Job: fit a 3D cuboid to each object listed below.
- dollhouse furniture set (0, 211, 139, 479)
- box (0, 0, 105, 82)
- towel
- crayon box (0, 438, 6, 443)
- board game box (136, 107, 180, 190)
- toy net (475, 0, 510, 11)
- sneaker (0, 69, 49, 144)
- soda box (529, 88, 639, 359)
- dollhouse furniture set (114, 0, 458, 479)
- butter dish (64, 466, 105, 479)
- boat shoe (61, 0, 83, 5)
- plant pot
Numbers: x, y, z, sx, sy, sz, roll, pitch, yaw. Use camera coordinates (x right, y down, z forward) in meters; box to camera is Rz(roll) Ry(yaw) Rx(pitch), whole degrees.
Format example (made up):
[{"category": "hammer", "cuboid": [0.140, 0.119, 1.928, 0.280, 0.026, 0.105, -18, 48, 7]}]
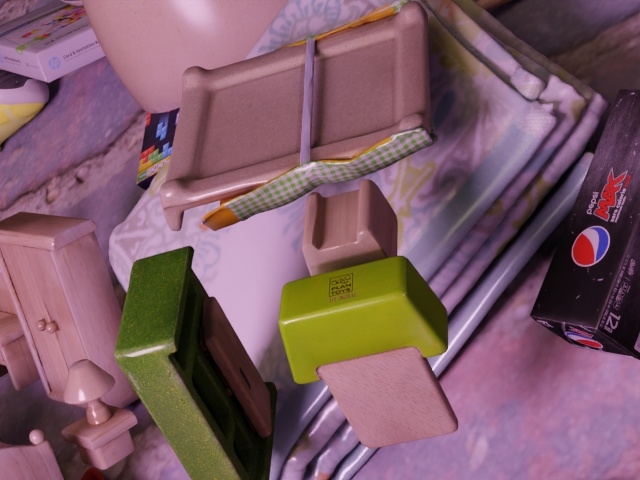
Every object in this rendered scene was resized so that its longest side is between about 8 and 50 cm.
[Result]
[{"category": "dollhouse furniture set", "cuboid": [-0.341, 0.124, 1.114, 0.355, 0.173, 0.303, -30, 23, -37]}, {"category": "box", "cuboid": [-0.290, -0.232, 1.522, 0.145, 0.038, 0.186, -30, 29, -26]}, {"category": "towel", "cuboid": [0.012, -0.029, 1.025, 0.374, 0.090, 0.320, -51, 43, 12]}, {"category": "crayon box", "cuboid": [-0.370, 0.254, 1.290, 0.278, 0.081, 0.165, 17, 78, 52]}, {"category": "board game box", "cuboid": [-0.097, -0.130, 1.285, 0.170, 0.048, 0.141, -24, 49, 36]}, {"category": "toy net", "cuboid": [0.118, -0.218, 1.109, 0.122, 0.045, 0.232, 28, 87, 52]}, {"category": "sneaker", "cuboid": [-0.473, -0.090, 1.636, 0.385, 0.145, 0.147, -25, 85, 24]}, {"category": "soda box", "cuboid": [0.199, -0.012, 0.865, 0.060, 0.053, 0.169, 9, 71, 51]}, {"category": "dollhouse furniture set", "cuboid": [0.000, 0.000, 0.911, 0.198, 0.151, 0.301, -14, 41, 16]}, {"category": "butter dish", "cuboid": [-0.248, 0.254, 1.105, 0.160, 0.118, 0.160, -59, 21, -3]}, {"category": "boat shoe", "cuboid": [-0.140, -0.437, 1.451, 0.500, 0.156, 0.186, -32, 40, 28]}, {"category": "plant pot", "cuboid": [-0.119, -0.283, 1.234, 0.284, 0.191, 0.284, -33, 26, 18]}]
